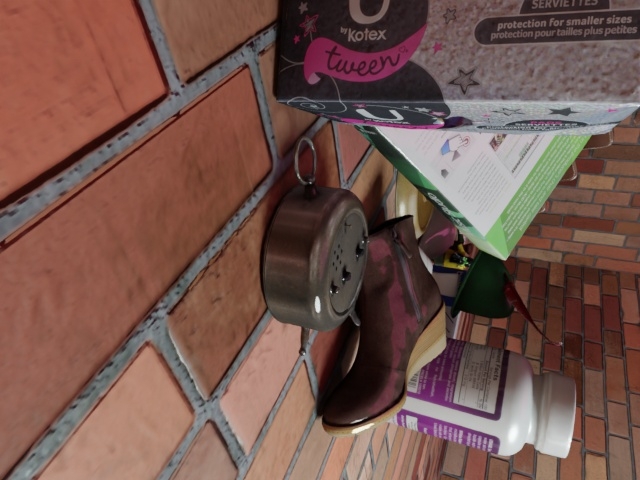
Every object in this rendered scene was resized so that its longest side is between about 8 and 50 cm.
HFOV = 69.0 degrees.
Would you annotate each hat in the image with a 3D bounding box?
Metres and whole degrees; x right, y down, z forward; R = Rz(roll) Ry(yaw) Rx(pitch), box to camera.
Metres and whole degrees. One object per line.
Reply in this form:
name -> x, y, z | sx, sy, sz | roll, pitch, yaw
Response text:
hat -> 0.362, 0.114, 0.875 | 0.208, 0.183, 0.173 | -48, 151, -31

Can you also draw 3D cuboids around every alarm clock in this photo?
alarm clock -> 0.000, 0.000, 0.414 | 0.129, 0.064, 0.192 | -54, 142, -47

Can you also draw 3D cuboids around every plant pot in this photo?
plant pot -> 0.181, -0.109, 0.835 | 0.236, 0.032, 0.237 | 9, 90, -67

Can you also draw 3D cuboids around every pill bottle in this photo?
pill bottle -> 0.258, 0.261, 0.796 | 0.169, 0.301, 0.170 | 9, 90, -67

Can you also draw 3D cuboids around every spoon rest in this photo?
spoon rest -> 0.246, 0.008, 0.995 | 0.276, 0.083, 0.138 | -72, 160, -55

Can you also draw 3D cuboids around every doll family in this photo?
doll family -> 0.309, 0.077, 1.097 | 0.076, 0.111, 0.193 | 7, 92, -67

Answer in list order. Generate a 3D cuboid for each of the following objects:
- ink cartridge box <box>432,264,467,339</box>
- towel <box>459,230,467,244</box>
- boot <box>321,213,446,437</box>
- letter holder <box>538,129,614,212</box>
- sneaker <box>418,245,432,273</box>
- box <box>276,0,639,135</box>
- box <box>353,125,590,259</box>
ink cartridge box -> 0.249, 0.156, 1.002 | 0.046, 0.097, 0.207 | 64, 41, -54
towel -> 0.477, -0.090, 1.547 | 0.197, 0.029, 0.144 | 69, 36, -45
boot -> 0.066, 0.098, 0.594 | 0.248, 0.090, 0.207 | -30, 106, -38
letter holder -> 0.315, -0.186, 0.741 | 0.301, 0.214, 0.152 | 41, 64, -36
sneaker -> 0.117, 0.091, 0.721 | 0.094, 0.080, 0.212 | 51, 45, -43
box -> 0.106, -0.172, 0.359 | 0.142, 0.247, 0.164 | -12, 108, -64
box -> 0.208, -0.145, 0.582 | 0.322, 0.058, 0.232 | 35, 90, -35
